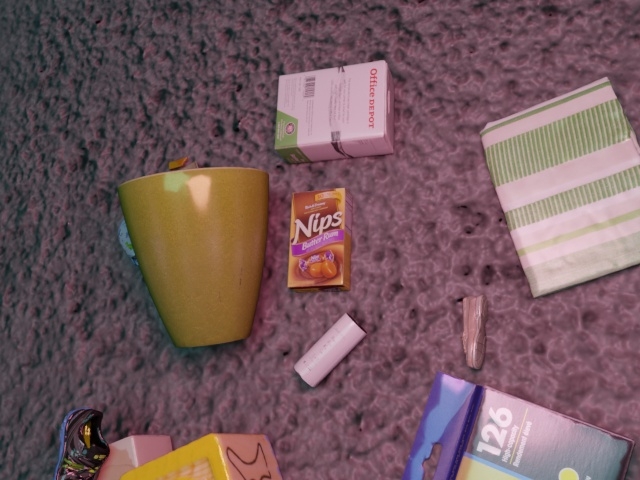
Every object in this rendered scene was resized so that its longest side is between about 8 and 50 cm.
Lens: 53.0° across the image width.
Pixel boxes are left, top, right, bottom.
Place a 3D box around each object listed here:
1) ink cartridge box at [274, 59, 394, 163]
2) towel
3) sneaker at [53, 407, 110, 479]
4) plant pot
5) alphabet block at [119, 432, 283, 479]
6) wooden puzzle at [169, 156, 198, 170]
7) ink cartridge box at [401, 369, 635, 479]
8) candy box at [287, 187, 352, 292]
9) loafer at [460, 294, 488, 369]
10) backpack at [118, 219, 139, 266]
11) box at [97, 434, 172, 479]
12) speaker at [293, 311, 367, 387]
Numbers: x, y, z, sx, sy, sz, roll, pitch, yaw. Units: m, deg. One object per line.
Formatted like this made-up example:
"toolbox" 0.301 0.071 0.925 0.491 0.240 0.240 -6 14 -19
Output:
"ink cartridge box" 0.031 -0.243 1.238 0.219 0.092 0.160 -2 73 19
"towel" 0.426 -0.092 1.081 0.247 0.038 0.325 -20 70 15
"sneaker" -0.398 0.376 1.080 0.078 0.067 0.188 -15 66 23
"plant pot" -0.213 0.038 1.167 0.274 0.275 0.294 -8 86 18
"alphabet block" -0.176 0.435 1.045 0.193 0.197 0.192 -29 66 10
"wooden puzzle" -0.282 -0.126 1.361 0.078 0.014 0.116 -23 67 17
"ink cartridge box" 0.271 0.388 0.970 0.307 0.072 0.304 17 81 21
"candy box" 0.000 0.000 1.197 0.109 0.053 0.187 -4 71 19
"loafer" 0.252 0.152 1.068 0.039 0.045 0.125 -4 65 36
"backpack" -0.360 -0.011 1.314 0.105 0.084 0.114 -43 62 1
"box" -0.320 0.511 1.115 0.148 0.121 0.311 -25 67 13
"speaker" 0.018 0.191 1.129 0.136 0.055 0.055 -46 64 1
